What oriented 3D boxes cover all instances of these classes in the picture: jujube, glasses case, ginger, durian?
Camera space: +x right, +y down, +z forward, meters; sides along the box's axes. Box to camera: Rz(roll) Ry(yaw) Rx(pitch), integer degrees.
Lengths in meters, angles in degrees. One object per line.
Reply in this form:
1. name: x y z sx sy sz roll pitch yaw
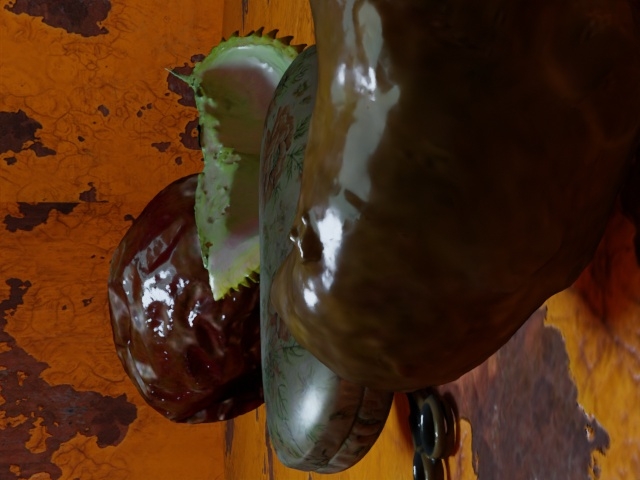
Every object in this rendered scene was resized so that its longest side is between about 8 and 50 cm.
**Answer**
1. jujube: -0.140 0.078 1.309 0.276 0.276 0.377 -100 13 -47
2. glasses case: 0.000 0.000 0.887 0.156 0.098 0.425 121 153 -47
3. ginger: 0.063 -0.082 0.443 0.165 0.172 0.321 -23 -60 -60
4. durian: -0.068 -0.111 1.128 0.157 0.169 0.355 110 153 -50

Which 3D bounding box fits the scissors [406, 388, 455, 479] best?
1. scissors: 0.069 0.111 0.787 0.220 0.017 0.088 -107 18 -60
